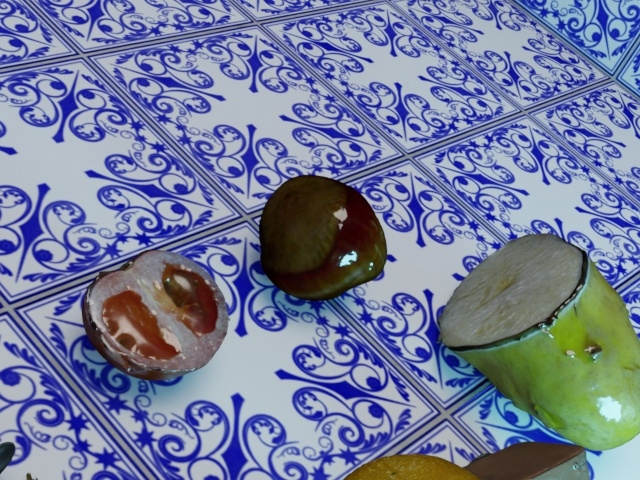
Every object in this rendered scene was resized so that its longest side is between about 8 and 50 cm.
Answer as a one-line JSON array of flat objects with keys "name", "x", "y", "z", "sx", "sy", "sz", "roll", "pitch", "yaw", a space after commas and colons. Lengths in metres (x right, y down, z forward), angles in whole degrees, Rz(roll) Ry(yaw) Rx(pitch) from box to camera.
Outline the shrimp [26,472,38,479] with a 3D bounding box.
[{"name": "shrimp", "x": -0.366, "y": 0.335, "z": 1.251, "sx": 0.083, "sy": 0.023, "sz": 0.114, "roll": -3, "pitch": 50, "yaw": -29}]

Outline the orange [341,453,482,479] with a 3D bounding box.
[{"name": "orange", "x": 0.114, "y": 0.388, "z": 1.198, "sx": 0.274, "sy": 0.274, "sz": 0.274, "roll": 17, "pitch": 39, "yaw": -14}]

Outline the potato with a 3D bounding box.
[{"name": "potato", "x": 0.398, "y": 0.194, "z": 1.759, "sx": 0.296, "sy": 0.290, "sz": 0.397, "roll": 53, "pitch": -6, "yaw": -12}]

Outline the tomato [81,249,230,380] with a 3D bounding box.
[{"name": "tomato", "x": -0.245, "y": 0.129, "z": 1.492, "sx": 0.199, "sy": 0.112, "sz": 0.228, "roll": 49, "pitch": 43, "yaw": 14}]

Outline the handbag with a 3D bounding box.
[{"name": "handbag", "x": 0.298, "y": 0.358, "z": 1.531, "sx": 0.193, "sy": 0.151, "sz": 0.072, "roll": -15, "pitch": 96, "yaw": -38}]

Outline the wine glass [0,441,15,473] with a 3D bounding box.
[{"name": "wine glass", "x": -0.477, "y": 0.217, "z": 1.264, "sx": 0.202, "sy": 0.093, "sz": 0.093, "roll": 40, "pitch": 39, "yaw": 16}]

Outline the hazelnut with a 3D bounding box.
[{"name": "hazelnut", "x": 0.000, "y": 0.000, "z": 1.728, "sx": 0.229, "sy": 0.229, "sz": 0.229, "roll": 17, "pitch": 39, "yaw": -14}]
